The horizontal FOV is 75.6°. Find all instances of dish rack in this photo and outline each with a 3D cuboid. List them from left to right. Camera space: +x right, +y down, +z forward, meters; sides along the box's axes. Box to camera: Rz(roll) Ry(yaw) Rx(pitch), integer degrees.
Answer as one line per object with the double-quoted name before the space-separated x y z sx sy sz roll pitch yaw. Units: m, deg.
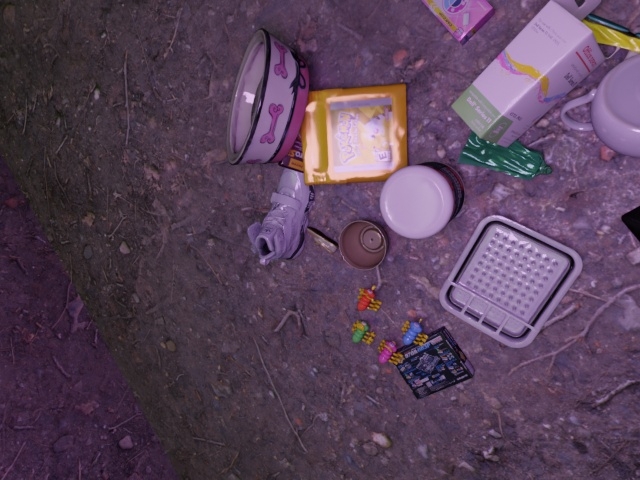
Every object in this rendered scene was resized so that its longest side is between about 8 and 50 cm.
"dish rack" 0.537 0.113 1.193 0.285 0.072 0.333 31 115 20

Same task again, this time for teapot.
"teapot" 0.735 -0.281 0.930 0.252 0.187 0.256 -28 62 12

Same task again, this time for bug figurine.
"bug figurine" 0.206 0.293 1.383 0.279 0.072 0.216 34 111 28

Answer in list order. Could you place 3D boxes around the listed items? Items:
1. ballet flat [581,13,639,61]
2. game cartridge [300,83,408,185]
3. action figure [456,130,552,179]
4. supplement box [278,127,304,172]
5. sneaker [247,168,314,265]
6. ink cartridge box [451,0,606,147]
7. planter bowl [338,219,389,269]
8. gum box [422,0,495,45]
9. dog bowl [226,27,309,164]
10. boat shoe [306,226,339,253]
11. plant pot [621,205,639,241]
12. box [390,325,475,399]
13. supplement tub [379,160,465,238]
"ballet flat" 0.711 -0.456 0.961 0.231 0.077 0.077 32 134 22
"game cartridge" 0.101 -0.319 1.265 0.323 0.053 0.285 -3 102 5
"action figure" 0.511 -0.230 1.124 0.232 0.063 0.137 31 113 23
"supplement box" -0.060 -0.321 1.349 0.104 0.081 0.188 16 94 -13
"sneaker" -0.133 -0.088 1.424 0.137 0.210 0.366 16 110 24
"ink cartridge box" 0.503 -0.389 0.943 0.353 0.207 0.119 -47 64 34
"planter bowl" 0.154 0.005 1.350 0.162 0.109 0.162 7 106 26
"gum box" 0.358 -0.636 1.104 0.107 0.062 0.188 -42 82 30
"dog bowl" -0.170 -0.424 1.292 0.408 0.150 0.408 -30 56 58
"boat shoe" 0.000 0.000 1.467 0.135 0.050 0.045 35 111 16
"plant pot" 0.849 -0.018 0.936 0.188 0.167 0.187 -39 84 29
"box" 0.366 0.410 1.372 0.220 0.051 0.175 -38 83 30
"supplement tub" 0.293 -0.120 1.148 0.191 0.272 0.191 7 106 27
